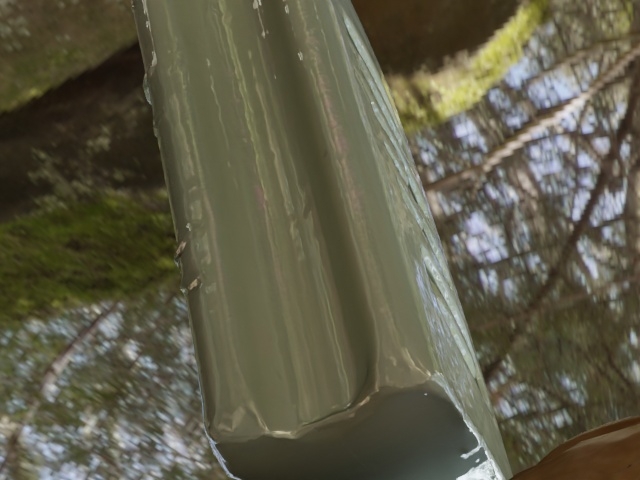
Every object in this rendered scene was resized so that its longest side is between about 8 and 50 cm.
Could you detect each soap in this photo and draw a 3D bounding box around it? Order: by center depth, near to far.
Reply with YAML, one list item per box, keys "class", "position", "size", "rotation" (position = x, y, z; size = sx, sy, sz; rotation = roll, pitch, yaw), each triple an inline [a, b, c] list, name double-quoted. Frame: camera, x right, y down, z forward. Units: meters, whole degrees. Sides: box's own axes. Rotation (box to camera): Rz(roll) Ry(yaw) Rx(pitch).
- class: "soap"
  position: [0.000, 0.000, 0.465]
  size: [0.067, 0.119, 0.198]
  rotation: [-20, -129, 7]

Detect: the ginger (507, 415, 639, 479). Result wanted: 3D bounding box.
- class: "ginger"
  position: [-0.007, 0.132, 0.373]
  size: [0.354, 0.190, 0.126]
  rotation: [-26, -120, 22]
